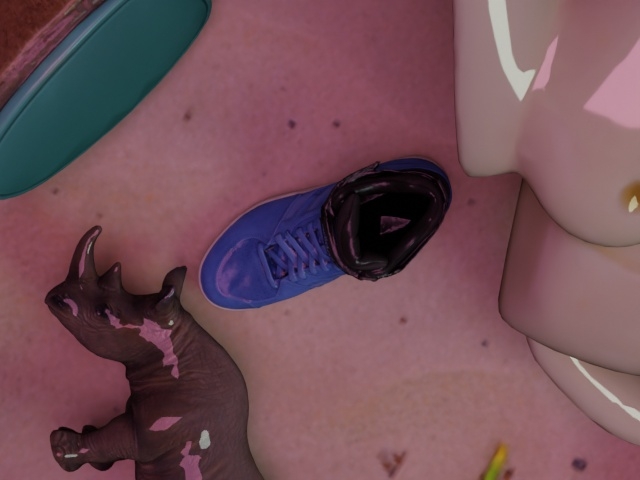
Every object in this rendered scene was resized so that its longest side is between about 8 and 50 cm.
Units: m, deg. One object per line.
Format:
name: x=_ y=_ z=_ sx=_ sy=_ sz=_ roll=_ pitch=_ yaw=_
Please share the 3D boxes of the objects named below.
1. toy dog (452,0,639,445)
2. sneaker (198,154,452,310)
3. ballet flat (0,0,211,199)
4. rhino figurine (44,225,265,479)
toy dog: x=0.278 y=-0.056 z=0.665 sx=0.408 sy=0.284 sz=0.395 roll=3 pitch=106 yaw=16
sneaker: x=0.000 y=-0.001 z=0.817 sx=0.152 sy=0.084 sz=0.058 roll=-21 pitch=96 yaw=6
ballet flat: x=-0.088 y=-0.173 z=0.797 sx=0.342 sy=0.116 sz=0.124 roll=-43 pitch=73 yaw=7
rhino figurine: x=-0.088 y=0.107 z=0.840 sx=0.106 sy=0.073 sz=0.243 roll=-14 pitch=99 yaw=10
